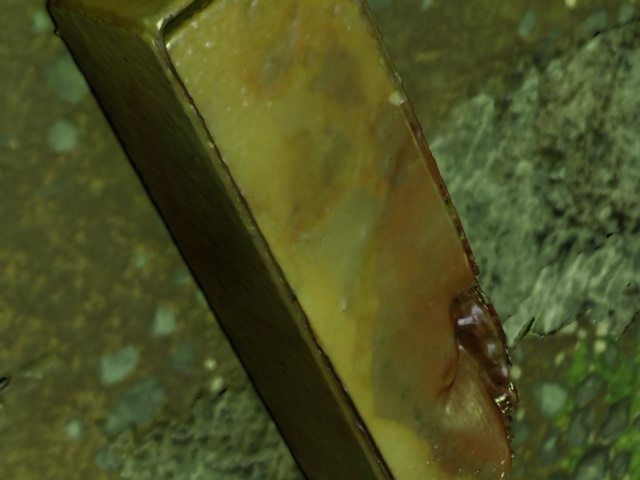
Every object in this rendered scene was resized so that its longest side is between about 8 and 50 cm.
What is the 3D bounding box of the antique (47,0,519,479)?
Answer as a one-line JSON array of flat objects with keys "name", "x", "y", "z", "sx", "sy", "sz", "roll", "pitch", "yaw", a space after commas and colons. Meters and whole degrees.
[{"name": "antique", "x": 0.000, "y": 0.000, "z": 0.822, "sx": 0.093, "sy": 0.087, "sz": 0.310, "roll": -40, "pitch": 125, "yaw": -21}]
